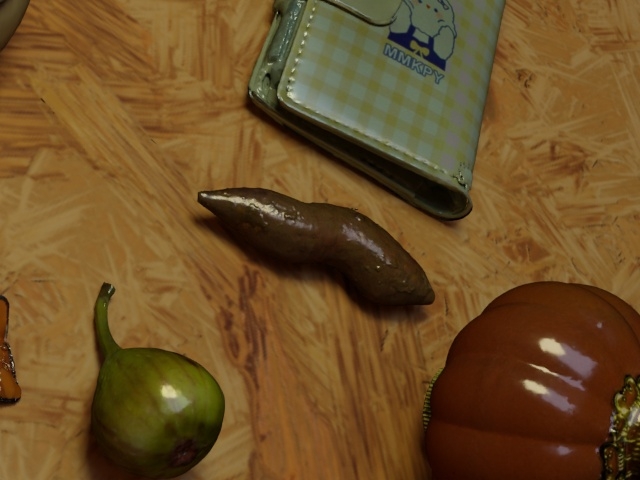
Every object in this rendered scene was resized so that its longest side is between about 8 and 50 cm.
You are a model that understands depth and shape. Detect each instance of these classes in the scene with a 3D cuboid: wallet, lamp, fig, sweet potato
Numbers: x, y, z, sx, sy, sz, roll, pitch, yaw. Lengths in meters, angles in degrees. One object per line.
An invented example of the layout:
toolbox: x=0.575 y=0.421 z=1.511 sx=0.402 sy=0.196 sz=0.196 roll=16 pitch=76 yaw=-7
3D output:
wallet: x=0.065 y=-0.190 z=1.399 sx=0.223 sy=0.077 sz=0.310 roll=30 pitch=50 yaw=-18
lamp: x=0.175 y=0.140 z=1.166 sx=0.223 sy=0.196 sz=0.223 roll=-10 pitch=103 yaw=-50
fig: x=-0.122 y=0.104 z=1.097 sx=0.093 sy=0.093 sz=0.166 roll=14 pitch=17 yaw=-25
sweet potato: x=0.001 y=-0.003 z=1.243 sx=0.218 sy=0.051 sz=0.065 roll=24 pitch=53 yaw=-18

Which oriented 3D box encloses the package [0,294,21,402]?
package: x=-0.252 y=0.069 z=1.047 sx=0.110 sy=0.033 sz=0.077 roll=6 pitch=49 yaw=-35

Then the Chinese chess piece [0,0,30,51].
Chinese chess piece: x=-0.338 y=-0.224 z=1.128 sx=0.270 sy=0.112 sz=0.270 roll=16 pitch=53 yaw=-23
